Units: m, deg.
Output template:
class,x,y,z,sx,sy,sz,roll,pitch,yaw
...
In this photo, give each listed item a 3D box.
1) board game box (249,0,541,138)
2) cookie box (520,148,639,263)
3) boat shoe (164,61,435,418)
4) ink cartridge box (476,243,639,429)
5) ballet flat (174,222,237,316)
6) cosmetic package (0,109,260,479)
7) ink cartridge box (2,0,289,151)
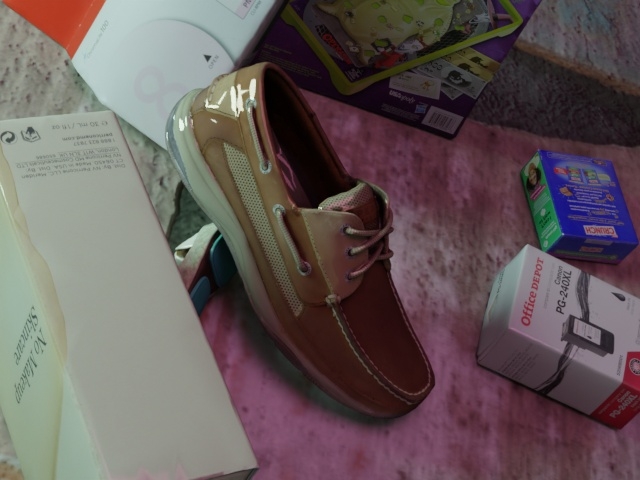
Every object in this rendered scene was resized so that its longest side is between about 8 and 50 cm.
class,x,y,z,sx,sy,sz,roll,pitch,yaw
board game box,0.016,-0.232,1.257,0.347,0.208,0.056,18,48,-13
cookie box,0.259,-0.033,1.333,0.092,0.040,0.107,7,52,-22
boat shoe,0.000,0.000,1.085,0.324,0.116,0.123,55,35,-4
ink cartridge box,0.229,0.087,1.210,0.150,0.063,0.109,26,48,-6
ballet flat,-0.109,0.027,1.102,0.052,0.057,0.168,12,42,20
cosmetic package,-0.168,0.074,0.964,0.113,0.160,0.309,-8,58,-29
ink cartridge box,-0.162,-0.216,1.172,0.232,0.189,0.066,35,22,0
